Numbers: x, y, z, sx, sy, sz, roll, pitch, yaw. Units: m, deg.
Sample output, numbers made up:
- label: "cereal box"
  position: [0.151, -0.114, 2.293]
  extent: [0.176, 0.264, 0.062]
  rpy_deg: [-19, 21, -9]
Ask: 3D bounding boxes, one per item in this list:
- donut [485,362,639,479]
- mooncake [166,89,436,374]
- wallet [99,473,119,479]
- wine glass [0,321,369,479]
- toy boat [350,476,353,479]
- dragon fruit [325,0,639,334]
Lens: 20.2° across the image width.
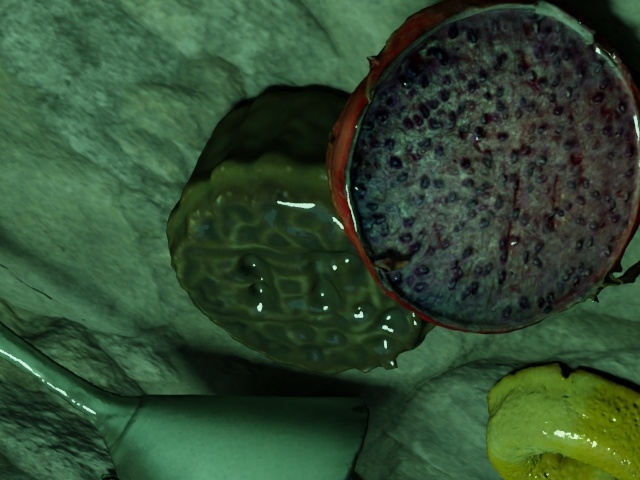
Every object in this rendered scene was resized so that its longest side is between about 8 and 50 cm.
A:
- label: "donut"
  position: [0.216, 0.176, 1.480]
  extent: [0.178, 0.065, 0.162]
  rpy_deg: [15, 145, 13]
- label: "mooncake"
  position: [0.000, 0.000, 1.327]
  extent: [0.228, 0.124, 0.228]
  rpy_deg: [16, 143, 12]
- label: "wallet"
  position: [-0.131, 0.334, 1.918]
  extent: [0.160, 0.055, 0.236]
  rpy_deg: [6, 136, 30]
- label: "wine glass"
  position: [-0.193, 0.140, 1.530]
  extent: [0.406, 0.267, 0.267]
  rpy_deg: [34, 145, -6]
- label: "toy boat"
  position: [-0.016, 0.330, 1.806]
  extent: [0.129, 0.088, 0.295]
  rpy_deg: [12, 143, 12]
- label: "dragon fruit"
  position: [0.093, -0.059, 1.167]
  extent: [0.148, 0.224, 0.218]
  rpy_deg: [-150, 51, -65]
